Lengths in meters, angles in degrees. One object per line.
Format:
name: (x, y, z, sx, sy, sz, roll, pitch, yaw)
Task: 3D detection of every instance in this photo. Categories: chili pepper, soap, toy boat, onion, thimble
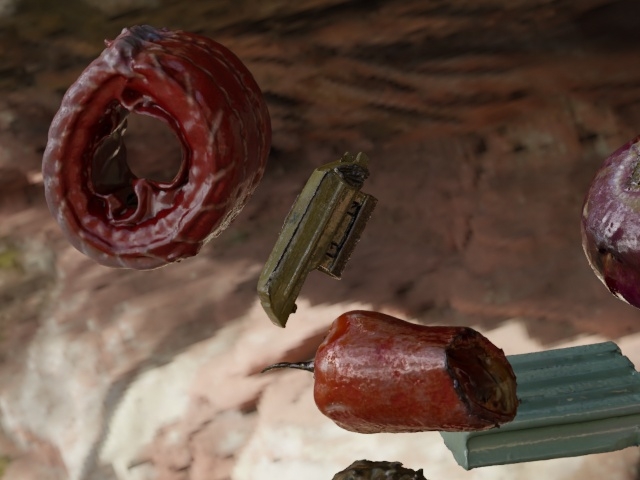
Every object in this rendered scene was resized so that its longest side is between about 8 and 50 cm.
chili pepper: (0.036, 0.090, 1.079, 0.192, 0.086, 0.084, -2, 37, 33)
soap: (0.212, 0.157, 1.522, 0.198, 0.063, 0.114, -5, 28, -14)
toy boat: (0.000, 0.000, 1.881, 0.226, 0.088, 0.068, -64, 22, -4)
onion: (0.310, -0.017, 1.361, 0.177, 0.153, 0.177, -51, 18, 23)
thimble: (-0.133, -0.072, 1.312, 0.163, 0.189, 0.125, 21, 22, 8)

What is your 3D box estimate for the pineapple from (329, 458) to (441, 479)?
pineapple: (0.135, 0.300, 1.477, 0.310, 0.170, 0.141, 16, 58, 34)
